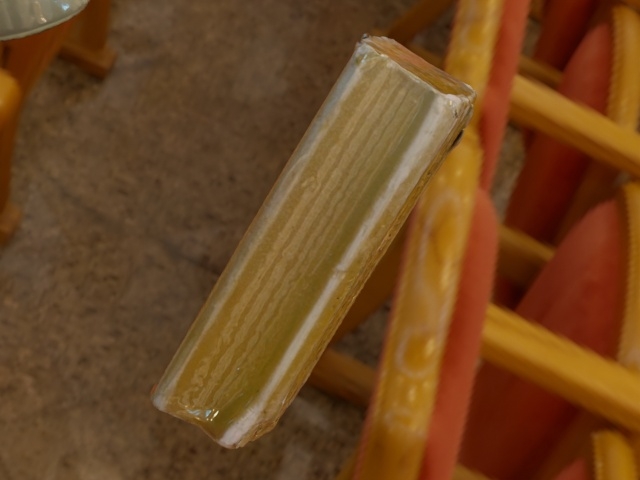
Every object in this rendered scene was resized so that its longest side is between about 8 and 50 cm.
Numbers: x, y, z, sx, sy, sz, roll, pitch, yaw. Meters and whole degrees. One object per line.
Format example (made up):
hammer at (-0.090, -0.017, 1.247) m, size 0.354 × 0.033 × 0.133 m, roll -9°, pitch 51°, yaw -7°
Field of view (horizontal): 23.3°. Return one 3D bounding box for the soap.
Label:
soap at (0.000, 0.000, 1.050) m, size 0.089 × 0.274 × 0.173 m, roll 32°, pitch 11°, yaw 4°

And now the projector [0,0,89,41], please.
projector at (-0.239, -0.299, 0.993) m, size 0.108 × 0.337 × 0.108 m, roll -10°, pitch 27°, yaw 5°
